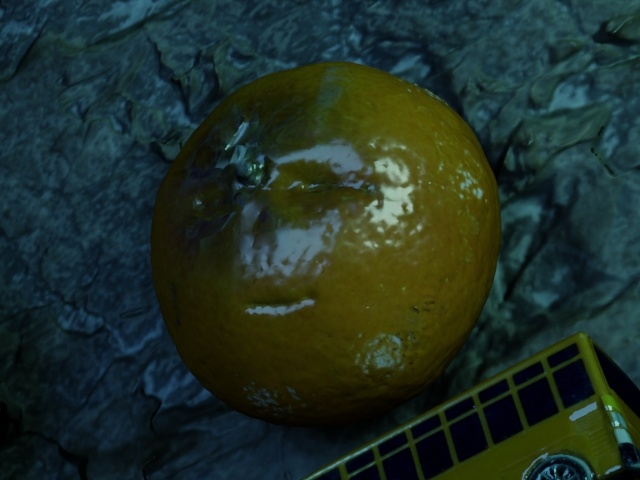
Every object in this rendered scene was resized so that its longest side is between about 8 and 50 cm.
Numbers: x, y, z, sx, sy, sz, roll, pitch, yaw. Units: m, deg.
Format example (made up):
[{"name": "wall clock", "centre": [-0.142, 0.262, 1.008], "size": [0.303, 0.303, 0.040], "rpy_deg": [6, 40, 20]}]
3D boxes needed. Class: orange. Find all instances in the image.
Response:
[{"name": "orange", "centre": [0.000, 0.000, 1.021], "size": [0.224, 0.170, 0.224], "rpy_deg": [-20, 51, 28]}]

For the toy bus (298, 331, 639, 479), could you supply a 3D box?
[{"name": "toy bus", "centre": [0.084, 0.142, 0.916], "size": [0.201, 0.098, 0.114], "rpy_deg": [-30, 48, 17]}]
